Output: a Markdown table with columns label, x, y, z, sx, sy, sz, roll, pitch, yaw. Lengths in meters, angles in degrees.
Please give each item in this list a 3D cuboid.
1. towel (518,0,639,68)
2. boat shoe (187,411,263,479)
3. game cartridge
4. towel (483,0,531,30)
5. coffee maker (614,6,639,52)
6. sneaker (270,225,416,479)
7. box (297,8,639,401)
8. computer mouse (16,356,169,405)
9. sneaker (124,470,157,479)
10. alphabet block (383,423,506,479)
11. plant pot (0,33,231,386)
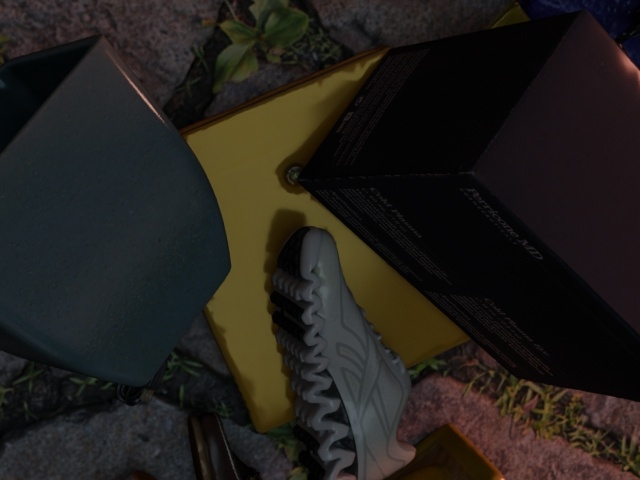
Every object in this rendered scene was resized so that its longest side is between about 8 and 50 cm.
| label | x | y | z | sx | sy | sz | roll | pitch | yaw |
| --- | --- | --- | --- | --- | --- | --- | --- | --- | --- |
| towel | 0.372 | -0.266 | 1.359 | 0.308 | 0.076 | 0.227 | 24 | 91 | -14 |
| boat shoe | -0.089 | 0.270 | 1.359 | 0.073 | 0.073 | 0.207 | -13 | 108 | -10 |
| game cartridge | 0.000 | 0.000 | 1.346 | 0.285 | 0.052 | 0.323 | -23 | 104 | -6 |
| towel | 0.231 | -0.130 | 1.341 | 0.102 | 0.021 | 0.237 | -47 | 121 | -1 |
| coffee maker | 0.399 | -0.179 | 1.287 | 0.171 | 0.120 | 0.178 | -36 | 102 | 12 |
| sneaker | 0.024 | 0.117 | 1.300 | 0.118 | 0.110 | 0.292 | -15 | 111 | -16 |
| box | 0.209 | -0.018 | 1.203 | 0.343 | 0.312 | 0.179 | 42 | 75 | -22 |
| computer mouse | -0.244 | 0.096 | 1.319 | 0.193 | 0.042 | 0.106 | 21 | 99 | -18 |
| sneaker | -0.175 | 0.375 | 1.354 | 0.121 | 0.099 | 0.262 | -26 | 95 | 2 |
| alphabet block | 0.136 | 0.341 | 1.348 | 0.193 | 0.192 | 0.197 | -37 | 104 | -5 |
| plant pot | -0.230 | -0.002 | 1.183 | 0.252 | 0.247 | 0.248 | 45 | 68 | -25 |
